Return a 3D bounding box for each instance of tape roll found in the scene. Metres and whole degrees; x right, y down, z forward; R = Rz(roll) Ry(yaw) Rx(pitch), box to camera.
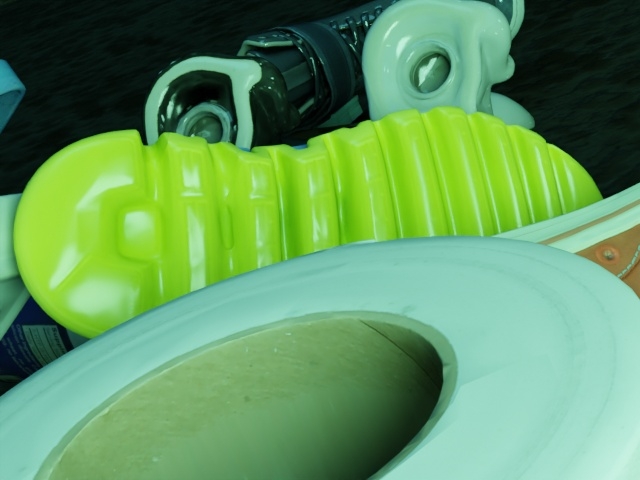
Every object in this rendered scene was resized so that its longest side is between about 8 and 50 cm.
[{"bbox_3d":[0.002,0.126,0.434,0.246,0.169,0.246,-17,22,7],"label":"tape roll"}]

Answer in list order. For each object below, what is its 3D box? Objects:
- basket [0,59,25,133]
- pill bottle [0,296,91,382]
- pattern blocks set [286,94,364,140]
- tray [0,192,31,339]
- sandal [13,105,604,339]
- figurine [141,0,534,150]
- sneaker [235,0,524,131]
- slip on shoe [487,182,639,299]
[{"bbox_3d":[-0.341,-0.013,0.992,0.255,0.201,0.289,-33,-7,-28],"label":"basket"},{"bbox_3d":[-0.138,0.034,0.866,0.187,0.112,0.112,-4,26,36],"label":"pill bottle"},{"bbox_3d":[-0.008,-0.042,1.056,0.285,0.026,0.325,0,29,42],"label":"pattern blocks set"},{"bbox_3d":[-0.217,0.094,0.682,0.270,0.030,0.145,-55,-6,10],"label":"tray"},{"bbox_3d":[0.000,0.000,0.733,0.317,0.126,0.138,4,-10,-14],"label":"sandal"},{"bbox_3d":[0.027,-0.066,0.866,0.215,0.092,0.209,-13,-11,13],"label":"figurine"},{"bbox_3d":[0.037,-0.148,1.100,0.226,0.086,0.163,-15,8,40],"label":"sneaker"},{"bbox_3d":[0.158,0.031,0.644,0.331,0.101,0.123,-20,-26,-28],"label":"slip on shoe"}]
